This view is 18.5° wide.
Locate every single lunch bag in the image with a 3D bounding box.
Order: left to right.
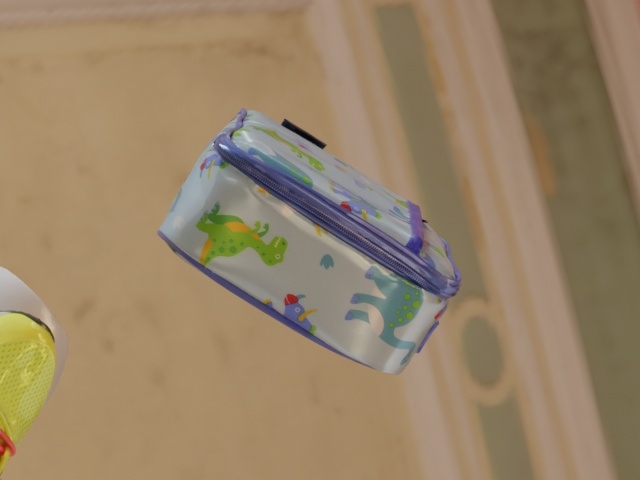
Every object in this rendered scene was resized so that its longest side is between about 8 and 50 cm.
[{"bbox_3d":[0.000,0.000,1.194,0.176,0.090,0.219,33,-173,-1],"label":"lunch bag"}]

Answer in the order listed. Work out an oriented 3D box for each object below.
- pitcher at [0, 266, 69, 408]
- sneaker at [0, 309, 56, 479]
[{"bbox_3d":[-0.301,0.096,1.421,0.207,0.125,0.178,-43,-81,-20],"label":"pitcher"},{"bbox_3d":[-0.186,0.126,0.945,0.208,0.094,0.081,-54,-45,-19],"label":"sneaker"}]
